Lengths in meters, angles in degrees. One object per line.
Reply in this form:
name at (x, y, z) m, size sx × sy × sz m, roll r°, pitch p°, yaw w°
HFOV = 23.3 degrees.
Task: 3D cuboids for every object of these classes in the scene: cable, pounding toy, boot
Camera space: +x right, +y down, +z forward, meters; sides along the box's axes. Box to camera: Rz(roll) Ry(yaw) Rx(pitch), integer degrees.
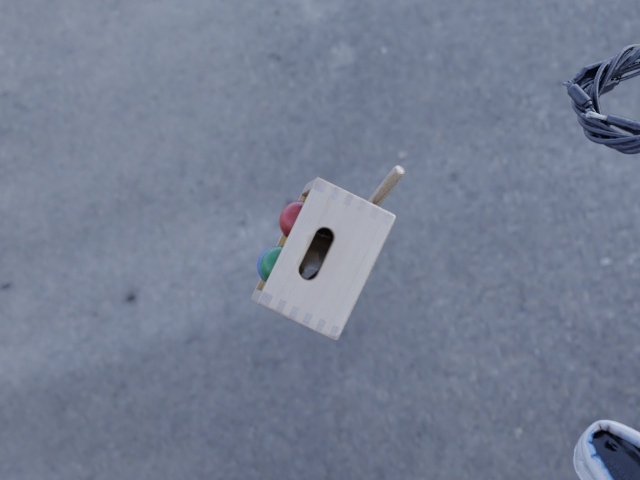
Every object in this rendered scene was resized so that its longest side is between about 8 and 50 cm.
cable at (0.380, -0.165, 1.773) m, size 0.184 × 0.047 × 0.150 m, roll -16°, pitch 47°, yaw -15°
pounding toy at (0.003, -0.008, 1.492) m, size 0.181 × 0.094 × 0.206 m, roll -64°, pitch 5°, yaw -3°
boot at (0.340, 0.277, 1.483) m, size 0.095 × 0.123 × 0.258 m, roll -46°, pitch 73°, yaw -3°
